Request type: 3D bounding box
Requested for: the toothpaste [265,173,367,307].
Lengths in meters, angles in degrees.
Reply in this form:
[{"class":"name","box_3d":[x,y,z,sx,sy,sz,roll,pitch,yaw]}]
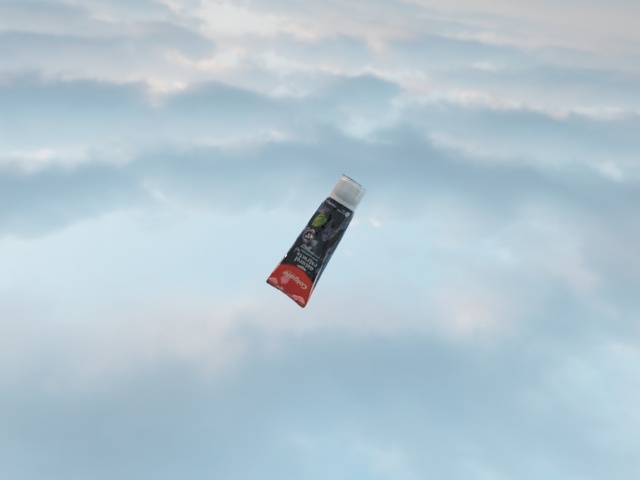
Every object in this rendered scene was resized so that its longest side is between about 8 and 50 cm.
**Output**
[{"class":"toothpaste","box_3d":[0.000,0.000,0.762,0.071,0.194,0.045,35,-176,14]}]
